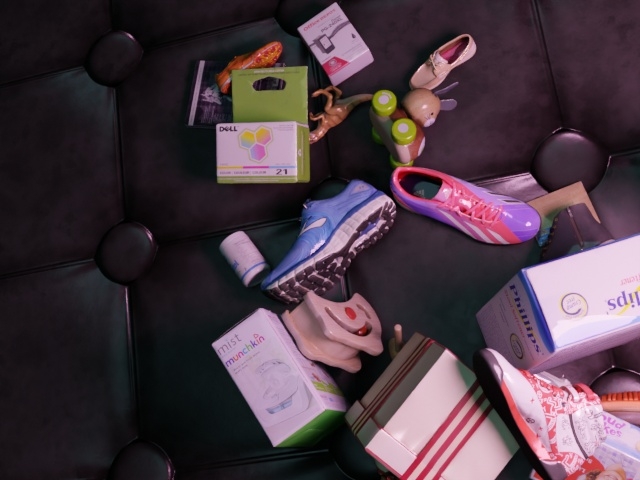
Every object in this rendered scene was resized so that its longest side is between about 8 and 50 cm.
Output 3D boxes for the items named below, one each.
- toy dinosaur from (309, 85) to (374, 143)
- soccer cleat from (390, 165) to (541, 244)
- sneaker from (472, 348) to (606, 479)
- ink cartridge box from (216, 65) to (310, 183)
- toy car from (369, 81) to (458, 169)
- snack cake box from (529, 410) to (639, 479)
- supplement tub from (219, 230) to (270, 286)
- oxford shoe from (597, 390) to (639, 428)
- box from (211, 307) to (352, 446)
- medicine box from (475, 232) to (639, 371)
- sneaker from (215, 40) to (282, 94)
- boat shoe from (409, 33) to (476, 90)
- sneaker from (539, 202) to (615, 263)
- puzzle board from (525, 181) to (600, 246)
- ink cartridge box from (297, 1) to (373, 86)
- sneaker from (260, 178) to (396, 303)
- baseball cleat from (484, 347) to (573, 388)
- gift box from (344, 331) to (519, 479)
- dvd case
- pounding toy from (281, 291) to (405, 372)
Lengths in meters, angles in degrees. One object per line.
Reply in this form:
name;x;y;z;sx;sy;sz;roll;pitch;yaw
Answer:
toy dinosaur;0.044;-0.295;1.850;0.211;0.064;0.112;-34;86;15
soccer cleat;0.288;-0.074;1.690;0.318;0.116;0.108;21;85;18
sneaker;0.371;0.260;1.389;0.145;0.090;0.270;-34;99;-12
ink cartridge box;-0.127;-0.252;1.818;0.189;0.097;0.255;0;94;17
toy car;0.211;-0.260;1.750;0.188;0.155;0.149;-29;71;-7
snack cake box;0.528;0.409;1.486;0.264;0.089;0.152;25;125;19
supplement tub;-0.163;0.041;1.807;0.071;0.071;0.107;-40;70;3
oxford shoe;0.660;0.348;1.487;0.363;0.130;0.133;5;92;23
box;-0.063;0.270;1.623;0.127;0.262;0.231;-37;71;4
medicine box;0.452;0.123;1.471;0.263;0.289;0.149;-16;71;-12
sneaker;-0.167;-0.407;1.904;0.175;0.064;0.067;-33;62;2
boat shoe;0.260;-0.389;1.806;0.170;0.059;0.063;-40;70;3
sneaker;0.458;0.027;1.645;0.222;0.083;0.118;-32;63;9
puzzle board;0.486;-0.053;1.690;0.128;0.011;0.096;-22;73;9
ink cartridge box;0.032;-0.442;1.878;0.109;0.063;0.150;-33;71;5
sneaker;0.000;0.000;1.762;0.330;0.130;0.147;-41;56;-1
baseball cleat;0.395;0.283;1.598;0.206;0.072;0.109;24;83;20
gift box;0.216;0.356;1.510;0.276;0.255;0.258;41;87;-2
dvd case;-0.199;-0.336;1.937;0.221;0.018;0.164;5;78;15
pounding toy;0.070;0.154;1.644;0.155;0.269;0.154;-42;45;25
